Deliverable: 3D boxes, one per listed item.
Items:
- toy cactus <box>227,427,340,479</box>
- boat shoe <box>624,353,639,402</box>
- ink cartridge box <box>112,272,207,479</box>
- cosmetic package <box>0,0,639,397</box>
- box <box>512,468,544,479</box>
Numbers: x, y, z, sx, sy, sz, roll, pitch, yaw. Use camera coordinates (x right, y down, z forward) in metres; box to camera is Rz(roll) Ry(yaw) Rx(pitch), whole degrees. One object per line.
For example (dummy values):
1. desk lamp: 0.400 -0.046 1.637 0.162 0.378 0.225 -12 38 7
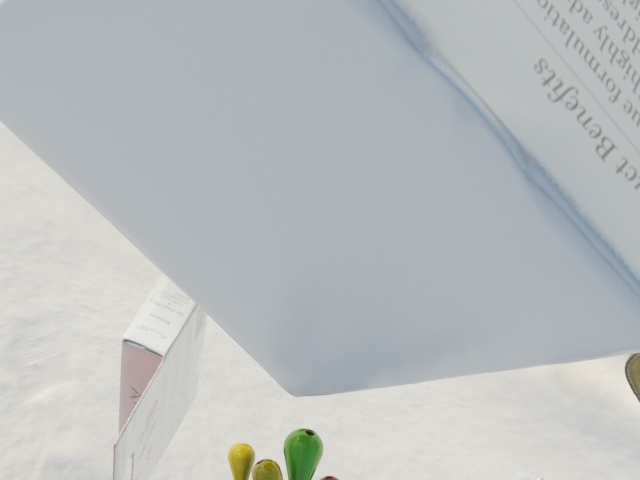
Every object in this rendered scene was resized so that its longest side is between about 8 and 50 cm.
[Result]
1. toy cactus: -0.047 0.243 0.827 0.180 0.112 0.219 33 69 33
2. boat shoe: 0.282 0.145 0.841 0.072 0.068 0.190 -17 51 -42
3. ink cartridge box: -0.207 0.192 1.378 0.060 0.275 0.239 24 53 7
4. cosmetic package: 0.060 -0.168 0.710 0.329 0.327 0.394 46 57 -20
5. box: 0.263 0.396 1.508 0.145 0.038 0.186 -56 135 -21
